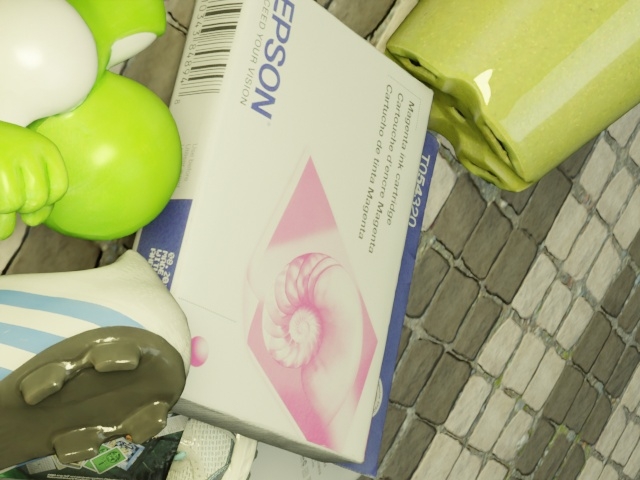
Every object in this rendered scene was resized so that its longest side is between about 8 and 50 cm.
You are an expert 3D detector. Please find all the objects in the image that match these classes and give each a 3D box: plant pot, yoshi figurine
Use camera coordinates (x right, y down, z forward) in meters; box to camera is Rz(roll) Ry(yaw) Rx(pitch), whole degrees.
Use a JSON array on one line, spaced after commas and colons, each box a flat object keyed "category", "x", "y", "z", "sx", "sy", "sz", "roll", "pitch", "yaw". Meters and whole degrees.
[{"category": "plant pot", "x": 0.201, "y": -0.191, "z": 1.177, "sx": 0.254, "sy": 0.276, "sz": 0.276, "roll": -44, "pitch": 143, "yaw": -7}, {"category": "yoshi figurine", "x": -0.210, "y": -0.033, "z": 0.772, "sx": 0.362, "sy": 0.204, "sz": 0.203, "roll": -37, "pitch": 146, "yaw": -36}]

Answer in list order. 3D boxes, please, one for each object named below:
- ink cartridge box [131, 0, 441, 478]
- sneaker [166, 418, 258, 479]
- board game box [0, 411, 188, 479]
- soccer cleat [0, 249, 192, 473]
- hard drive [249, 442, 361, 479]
[{"category": "ink cartridge box", "x": 0.000, "y": 0.000, "z": 1.036, "sx": 0.330, "sy": 0.071, "sz": 0.324, "roll": 27, "pitch": 68, "yaw": -45}, {"category": "sneaker", "x": -0.113, "y": 0.102, "z": 1.074, "sx": 0.122, "sy": 0.110, "sz": 0.282, "roll": 10, "pitch": 95, "yaw": -47}, {"category": "board game box", "x": -0.205, "y": 0.104, "z": 0.935, "sx": 0.260, "sy": 0.030, "sz": 0.136, "roll": 14, "pitch": 103, "yaw": -38}, {"category": "soccer cleat", "x": -0.241, "y": 0.096, "z": 0.828, "sx": 0.331, "sy": 0.143, "sz": 0.116, "roll": -15, "pitch": 124, "yaw": -2}, {"category": "hard drive", "x": -0.069, "y": 0.238, "z": 1.261, "sx": 0.307, "sy": 0.040, "sz": 0.203, "roll": -37, "pitch": 138, "yaw": -33}]
